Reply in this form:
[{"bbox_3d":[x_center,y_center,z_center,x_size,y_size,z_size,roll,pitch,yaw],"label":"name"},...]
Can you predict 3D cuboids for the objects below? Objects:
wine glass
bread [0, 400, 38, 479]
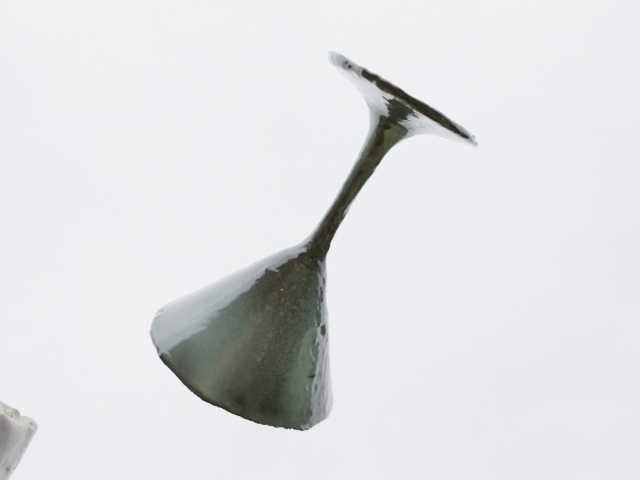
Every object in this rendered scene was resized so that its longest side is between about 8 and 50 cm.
[{"bbox_3d":[0.000,0.000,0.699,0.267,0.267,0.405,27,-74,-18],"label":"wine glass"},{"bbox_3d":[-0.592,0.360,0.796,0.210,0.341,0.300,-5,-42,29],"label":"bread"}]
